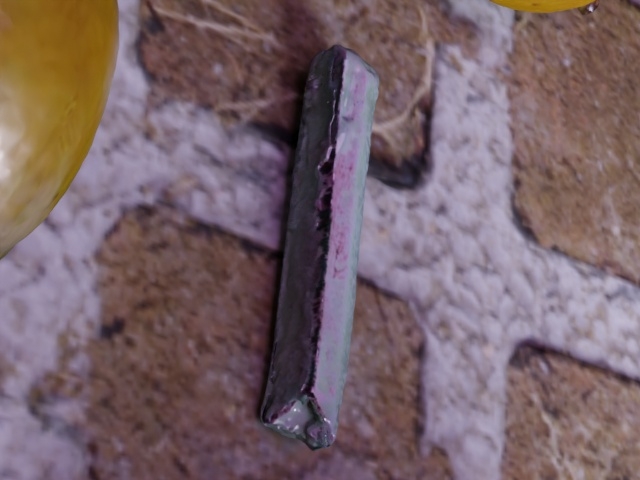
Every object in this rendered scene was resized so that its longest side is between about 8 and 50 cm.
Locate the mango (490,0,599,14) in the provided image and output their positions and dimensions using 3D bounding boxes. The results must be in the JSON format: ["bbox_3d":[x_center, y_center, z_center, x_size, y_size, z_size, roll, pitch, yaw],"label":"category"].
[{"bbox_3d":[0.089,-0.217,0.967,0.227,0.109,0.147,31,81,-29],"label":"mango"}]

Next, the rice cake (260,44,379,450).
[{"bbox_3d":[0.001,0.000,0.862,0.033,0.033,0.208,29,58,-42],"label":"rice cake"}]

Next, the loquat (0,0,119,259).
[{"bbox_3d":[-0.168,-0.092,0.658,0.179,0.179,0.227,4,64,-40],"label":"loquat"}]
